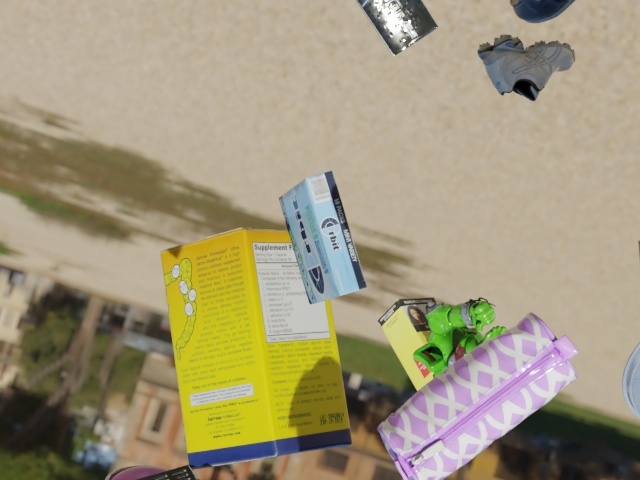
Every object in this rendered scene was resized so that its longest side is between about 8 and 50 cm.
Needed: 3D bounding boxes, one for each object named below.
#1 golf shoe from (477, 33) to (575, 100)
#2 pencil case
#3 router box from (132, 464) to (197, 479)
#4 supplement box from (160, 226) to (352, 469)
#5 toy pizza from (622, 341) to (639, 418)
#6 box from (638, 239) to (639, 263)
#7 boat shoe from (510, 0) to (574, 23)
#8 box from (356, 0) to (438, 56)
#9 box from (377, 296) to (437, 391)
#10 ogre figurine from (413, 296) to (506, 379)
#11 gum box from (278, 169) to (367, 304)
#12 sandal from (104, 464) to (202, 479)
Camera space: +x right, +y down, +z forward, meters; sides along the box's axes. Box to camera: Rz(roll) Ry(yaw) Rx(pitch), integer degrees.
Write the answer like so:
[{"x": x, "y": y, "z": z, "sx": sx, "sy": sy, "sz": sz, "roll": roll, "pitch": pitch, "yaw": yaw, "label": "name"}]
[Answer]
[{"x": 0.283, "y": -0.226, "z": 1.914, "sx": 0.176, "sy": 0.086, "sz": 0.069, "roll": -4, "pitch": 167, "yaw": -40, "label": "golf shoe"}, {"x": 0.149, "y": 0.155, "z": 1.354, "sx": 0.086, "sy": 0.206, "sz": 0.088, "roll": 51, "pitch": 179, "yaw": 6, "label": "pencil case"}, {"x": -0.209, "y": 0.311, "z": 1.634, "sx": 0.122, "sy": 0.092, "sz": 0.038, "roll": -10, "pitch": -123, "yaw": -36, "label": "router box"}, {"x": -0.104, "y": 0.171, "z": 2.271, "sx": 0.195, "sy": 0.356, "sz": 0.194, "roll": -15, "pitch": 170, "yaw": 38, "label": "supplement box"}, {"x": 0.357, "y": 0.100, "z": 1.219, "sx": 0.201, "sy": 0.201, "sz": 0.032, "roll": 20, "pitch": -141, "yaw": -25, "label": "toy pizza"}, {"x": 0.356, "y": 0.103, "z": 1.380, "sx": 0.021, "sy": 0.164, "sz": 0.201, "roll": -26, "pitch": -164, "yaw": 20, "label": "box"}, {"x": 0.329, "y": -0.375, "z": 1.891, "sx": 0.096, "sy": 0.112, "sz": 0.335, "roll": 28, "pitch": 168, "yaw": -17, "label": "boat shoe"}, {"x": 0.089, "y": -0.357, "z": 2.020, "sx": 0.147, "sy": 0.078, "sz": 0.180, "roll": 55, "pitch": -172, "yaw": -15, "label": "box"}, {"x": 0.178, "y": 0.192, "z": 2.087, "sx": 0.087, "sy": 0.058, "sz": 0.232, "roll": 1, "pitch": -129, "yaw": -43, "label": "box"}, {"x": 0.194, "y": 0.154, "z": 1.906, "sx": 0.118, "sy": 0.097, "sz": 0.197, "roll": 25, "pitch": 154, "yaw": 42, "label": "ogre figurine"}, {"x": 0.000, "y": 0.000, "z": 1.866, "sx": 0.041, "sy": 0.156, "sz": 0.184, "roll": -16, "pitch": 178, "yaw": -13, "label": "gum box"}, {"x": -0.154, "y": 0.426, "z": 2.173, "sx": 0.416, "sy": 0.102, "sz": 0.169, "roll": 25, "pitch": -152, "yaw": 28, "label": "sandal"}]
